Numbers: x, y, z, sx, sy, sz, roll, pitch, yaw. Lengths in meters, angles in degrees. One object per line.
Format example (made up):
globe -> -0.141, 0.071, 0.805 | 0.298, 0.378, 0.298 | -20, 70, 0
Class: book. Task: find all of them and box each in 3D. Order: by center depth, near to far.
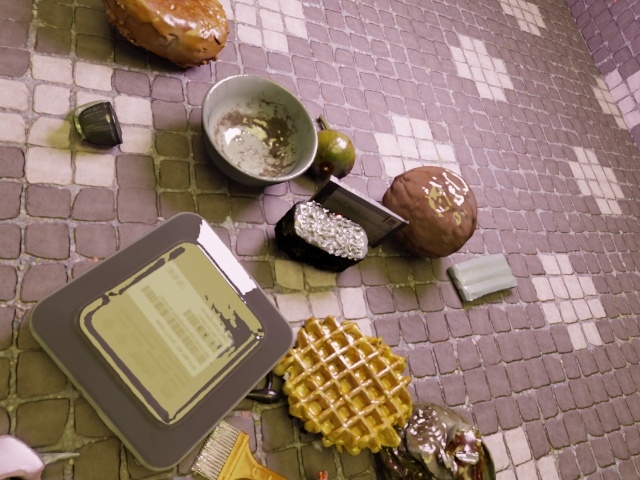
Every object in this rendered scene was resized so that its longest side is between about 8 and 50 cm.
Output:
book -> 0.087, -0.068, 1.136 | 0.231, 0.157, 0.026 | 28, 55, -15

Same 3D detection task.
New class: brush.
brush -> -0.110, 0.460, 0.867 | 0.272, 0.013, 0.103 | 36, 55, -10

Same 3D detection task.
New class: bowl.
bowl -> -0.164, -0.243, 1.090 | 0.288, 0.146, 0.290 | 12, 64, -25

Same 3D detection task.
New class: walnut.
walnut -> 0.295, -0.082, 1.216 | 0.272, 0.227, 0.274 | 11, 59, -19

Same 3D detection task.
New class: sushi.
sushi -> 0.000, 0.000, 1.075 | 0.224, 0.127, 0.124 | 21, 58, -28

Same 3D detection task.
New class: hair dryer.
hair dryer -> -0.121, 0.298, 0.935 | 0.078, 0.031, 0.083 | 14, 47, -13

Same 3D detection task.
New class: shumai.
shumai -> 0.266, 0.448, 0.961 | 0.255, 0.218, 0.189 | 0, 73, -25

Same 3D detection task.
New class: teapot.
teapot -> -0.486, -0.251, 0.969 | 0.090, 0.124, 0.092 | -16, 116, -18

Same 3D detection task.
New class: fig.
fig -> 0.019, -0.269, 1.240 | 0.149, 0.149, 0.246 | 21, 39, -19

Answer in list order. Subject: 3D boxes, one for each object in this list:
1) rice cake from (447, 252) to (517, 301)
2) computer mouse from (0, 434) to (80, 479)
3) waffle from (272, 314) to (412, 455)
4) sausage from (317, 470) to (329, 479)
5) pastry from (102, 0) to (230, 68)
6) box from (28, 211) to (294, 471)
rice cake -> 0.492, 0.107, 1.346 | 0.236, 0.043, 0.127 | -10, 71, -33
computer mouse -> -0.543, 0.379, 0.607 | 0.388, 0.115, 0.200 | -9, 75, -31
waffle -> 0.065, 0.301, 0.967 | 0.328, 0.062, 0.330 | 11, 49, -13
sausage -> 0.012, 0.596, 0.813 | 0.092, 0.093, 0.313 | 10, 65, -25
pastry -> -0.386, -0.556, 1.107 | 0.310, 0.162, 0.255 | 14, 50, -34
box -> -0.278, 0.173, 0.850 | 0.367, 0.090, 0.373 | 50, 55, -2
